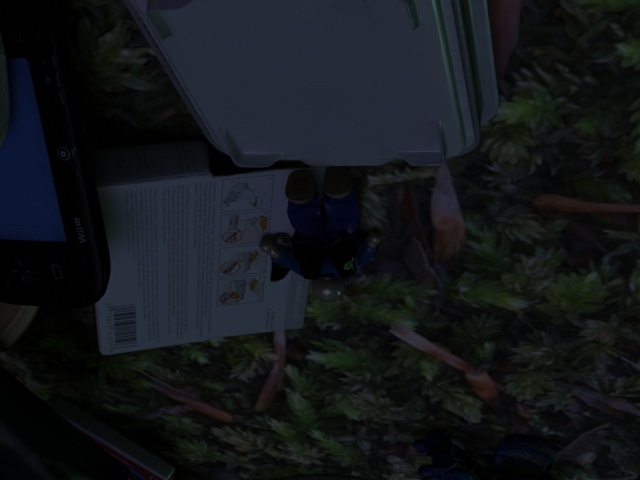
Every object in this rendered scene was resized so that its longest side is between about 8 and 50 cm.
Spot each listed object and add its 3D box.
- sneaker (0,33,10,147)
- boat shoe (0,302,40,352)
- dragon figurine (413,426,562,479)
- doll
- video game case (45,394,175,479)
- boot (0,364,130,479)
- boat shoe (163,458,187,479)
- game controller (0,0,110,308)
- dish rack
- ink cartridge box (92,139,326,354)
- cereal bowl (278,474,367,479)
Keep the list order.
[{"bbox_3d":[-0.336,-0.219,0.863,0.148,0.131,0.350,14,114,6],"label":"sneaker"},{"bbox_3d":[-0.394,0.063,1.238,0.110,0.121,0.341,32,136,-20],"label":"boat shoe"},{"bbox_3d":[0.260,0.305,1.358,0.289,0.085,0.144,1,137,15],"label":"dragon figurine"},{"bbox_3d":[0.000,0.000,1.118,0.129,0.046,0.189,-7,142,1],"label":"doll"},{"bbox_3d":[-0.316,0.354,1.561,0.204,0.025,0.285,29,139,9],"label":"video game case"},{"bbox_3d":[-0.482,0.186,1.258,0.367,0.146,0.445,-2,140,40],"label":"boot"},{"bbox_3d":[-0.224,0.339,1.553,0.040,0.049,0.142,-46,107,-5],"label":"boat shoe"},{"bbox_3d":[-0.287,-0.086,1.003,0.166,0.067,0.319,6,115,31],"label":"game controller"},{"bbox_3d":[-0.005,-0.147,0.877,0.286,0.072,0.333,0,156,13],"label":"dish rack"},{"bbox_3d":[-0.128,0.008,1.160,0.239,0.060,0.275,-7,139,-14],"label":"ink cartridge box"},{"bbox_3d":[0.033,0.490,1.576,0.339,0.141,0.339,7,137,7],"label":"cereal bowl"}]
